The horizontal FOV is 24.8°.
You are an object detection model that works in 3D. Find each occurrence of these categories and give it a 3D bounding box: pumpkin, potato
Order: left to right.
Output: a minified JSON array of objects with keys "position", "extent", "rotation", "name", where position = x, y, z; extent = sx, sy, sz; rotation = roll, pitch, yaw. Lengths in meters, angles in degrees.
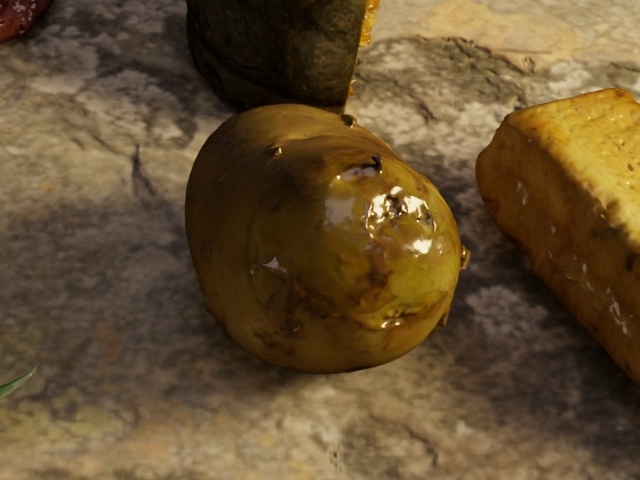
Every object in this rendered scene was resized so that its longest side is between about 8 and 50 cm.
[{"position":[-0.013,-0.197,0.939],"extent":[0.126,0.131,0.248],"rotation":[11,45,6],"name":"pumpkin"},{"position":[0.000,0.000,0.758],"extent":[0.137,0.137,0.176],"rotation":[-9,27,-13],"name":"potato"}]

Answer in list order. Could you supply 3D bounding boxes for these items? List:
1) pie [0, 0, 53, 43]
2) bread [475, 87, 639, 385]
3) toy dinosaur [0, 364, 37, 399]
[{"position":[-0.246,-0.173,0.959],"extent":[0.154,0.036,0.154],"rotation":[2,47,-2],"name":"pie"},{"position":[0.178,0.003,0.793],"extent":[0.114,0.083,0.211],"rotation":[-15,49,-25],"name":"bread"},{"position":[-0.187,0.085,0.729],"extent":[0.062,0.021,0.083],"rotation":[17,47,29],"name":"toy dinosaur"}]
